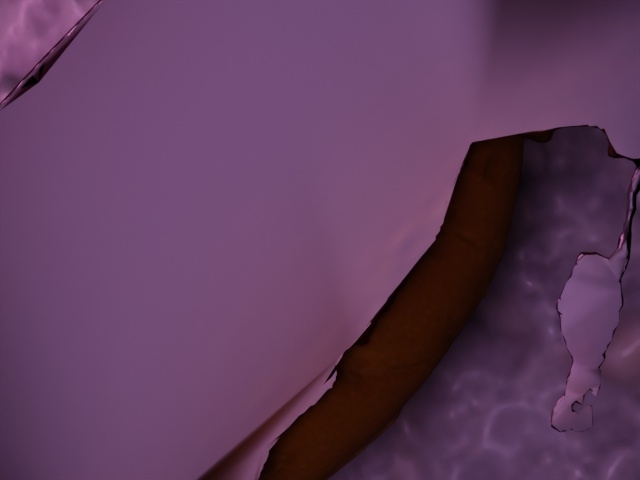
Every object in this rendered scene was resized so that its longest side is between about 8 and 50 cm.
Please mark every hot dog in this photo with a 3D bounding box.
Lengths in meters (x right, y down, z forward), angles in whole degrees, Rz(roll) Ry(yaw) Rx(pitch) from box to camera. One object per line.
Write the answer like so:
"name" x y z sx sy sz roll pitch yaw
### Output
"hot dog" -0.005 -0.004 0.500 0.326 0.107 0.194 -32 86 11
